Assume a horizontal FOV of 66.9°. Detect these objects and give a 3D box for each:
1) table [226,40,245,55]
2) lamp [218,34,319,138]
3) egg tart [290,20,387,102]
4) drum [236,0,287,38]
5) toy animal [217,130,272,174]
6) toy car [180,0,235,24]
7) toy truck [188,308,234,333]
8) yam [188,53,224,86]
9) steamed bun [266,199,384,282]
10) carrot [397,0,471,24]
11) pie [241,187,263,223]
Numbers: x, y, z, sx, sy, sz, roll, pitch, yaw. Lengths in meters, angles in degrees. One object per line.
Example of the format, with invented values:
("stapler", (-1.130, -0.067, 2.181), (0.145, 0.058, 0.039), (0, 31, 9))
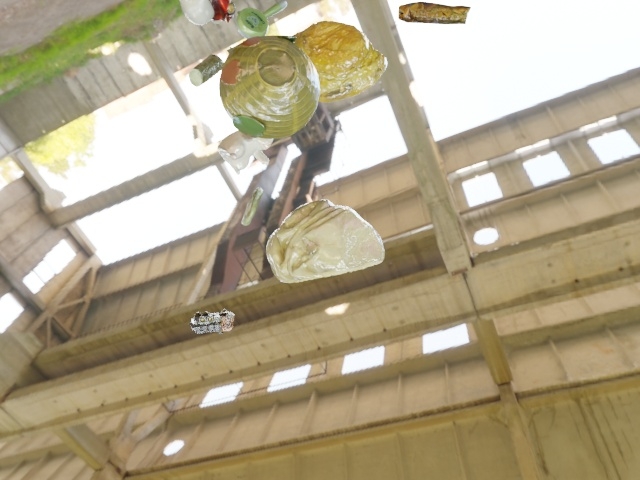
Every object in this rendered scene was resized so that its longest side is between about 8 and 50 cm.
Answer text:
("table", (-0.345, -0.821, 2.293), (0.122, 0.240, 0.111), (-26, -134, -3))
("lamp", (-0.127, -0.368, 1.209), (0.250, 0.250, 0.284), (-34, 179, -14))
("egg tart", (0.030, -0.625, 1.652), (0.339, 0.153, 0.351), (-41, -108, -19))
("drum", (-0.223, -0.832, 1.776), (0.049, 0.130, 0.253), (-37, -154, 57))
("toy animal", (-0.234, -0.367, 1.777), (0.282, 0.140, 0.138), (-30, -119, -7))
("toy car", (-0.283, -0.576, 1.174), (0.112, 0.139, 0.112), (25, -108, 34))
("toy truck", (-0.485, 0.367, 2.171), (0.192, 0.092, 0.083), (-2, -172, -31))
("yam", (-0.469, -0.700, 1.989), (0.078, 0.078, 0.179), (-6, -144, 36))
("steamed bun", (0.000, 0.000, 1.312), (0.320, 0.206, 0.275), (-15, 179, 5))
("carrot", (0.364, -0.727, 1.557), (0.229, 0.069, 0.069), (11, -140, 17))
("pie", (-0.298, -0.148, 2.128), (0.187, 0.041, 0.187), (-61, -167, 26))
